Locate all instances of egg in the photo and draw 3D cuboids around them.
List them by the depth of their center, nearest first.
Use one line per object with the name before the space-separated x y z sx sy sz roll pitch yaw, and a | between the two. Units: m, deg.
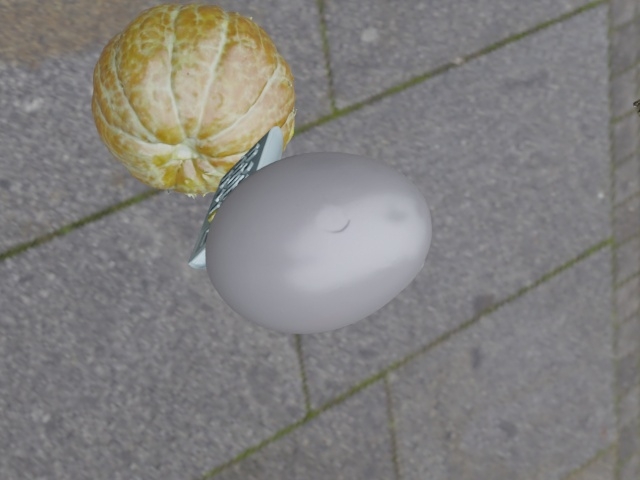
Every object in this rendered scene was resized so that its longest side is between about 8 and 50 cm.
egg | 0.000 0.000 1.267 0.176 0.232 0.176 42 39 -47

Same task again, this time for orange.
orange | -0.201 -0.219 2.055 0.329 0.329 0.249 46 33 -42

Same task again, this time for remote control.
remote control | -0.097 -0.056 1.630 0.051 0.293 0.103 42 113 -12

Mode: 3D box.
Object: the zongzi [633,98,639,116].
zongzi | 0.374 -0.138 0.973 0.242 0.112 0.221 -20 165 0
